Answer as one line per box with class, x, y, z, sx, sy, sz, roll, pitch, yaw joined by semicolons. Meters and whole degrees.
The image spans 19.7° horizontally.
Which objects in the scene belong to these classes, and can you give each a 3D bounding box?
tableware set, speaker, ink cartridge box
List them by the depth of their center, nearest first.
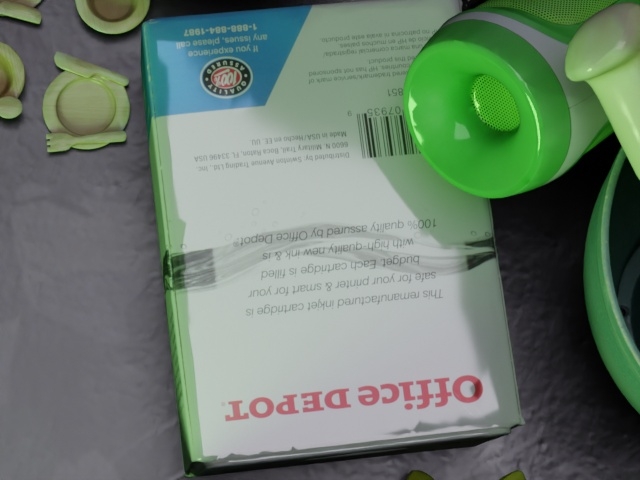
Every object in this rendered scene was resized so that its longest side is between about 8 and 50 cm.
speaker;0.186;-0.138;1.247;0.131;0.131;0.296;51;49;5
ink cartridge box;0.000;0.000;1.286;0.223;0.129;0.307;-5;79;-9
tableware set;-0.200;-0.148;1.352;0.141;0.020;0.168;9;77;-4

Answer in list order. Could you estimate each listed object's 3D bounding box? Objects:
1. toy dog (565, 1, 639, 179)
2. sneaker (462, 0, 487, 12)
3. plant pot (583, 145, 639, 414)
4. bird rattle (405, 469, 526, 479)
toy dog;0.341;-0.130;1.084;0.395;0.284;0.407;-16;77;-26
sneaker;0.163;-0.140;1.360;0.170;0.075;0.063;23;77;-1
plant pot;0.308;0.036;1.275;0.293;0.196;0.293;2;74;-8
bird rattle;0.118;0.284;1.249;0.207;0.143;0.253;12;80;-20
